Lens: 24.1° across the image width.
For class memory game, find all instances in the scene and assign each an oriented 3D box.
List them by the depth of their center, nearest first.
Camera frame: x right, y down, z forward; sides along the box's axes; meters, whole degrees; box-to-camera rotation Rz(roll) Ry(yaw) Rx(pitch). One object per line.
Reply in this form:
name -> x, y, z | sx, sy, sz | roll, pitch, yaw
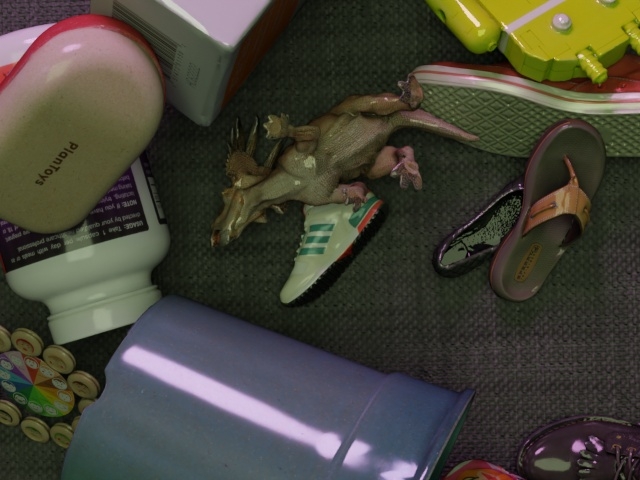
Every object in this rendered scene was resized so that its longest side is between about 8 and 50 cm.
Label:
memory game -> -0.312, 0.160, 1.625 | 0.186, 0.186, 0.012 | 30, 47, 2

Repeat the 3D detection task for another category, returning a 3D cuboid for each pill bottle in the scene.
pill bottle -> -0.270, -0.059, 1.600 | 0.182, 0.181, 0.322 | -16, 89, 2

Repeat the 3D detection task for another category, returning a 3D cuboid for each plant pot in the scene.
plant pot -> -0.062, 0.235, 1.540 | 0.334, 0.341, 0.341 | 25, 91, 10

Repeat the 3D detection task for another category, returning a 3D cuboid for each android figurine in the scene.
android figurine -> 0.237, -0.276, 1.594 | 0.248, 0.056, 0.273 | -29, 67, -16

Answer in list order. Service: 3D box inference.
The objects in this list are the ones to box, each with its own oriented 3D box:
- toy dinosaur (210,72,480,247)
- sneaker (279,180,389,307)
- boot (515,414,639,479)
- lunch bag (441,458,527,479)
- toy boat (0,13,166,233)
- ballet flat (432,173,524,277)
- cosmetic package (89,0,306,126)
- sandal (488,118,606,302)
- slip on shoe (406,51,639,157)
toy dinosaur -> 0.011, -0.100, 1.615 | 0.296, 0.200, 0.127 | -22, 100, -17
sneaker -> 0.000, 0.000, 1.662 | 0.075, 0.057, 0.161 | 42, 93, 18
boot -> 0.343, 0.237, 1.557 | 0.263, 0.229, 0.091 | -3, 90, 2
lunch bag -> 0.210, 0.393, 1.573 | 0.293, 0.120, 0.258 | 29, 88, -25
toy boat -> -0.253, -0.128, 1.448 | 0.151, 0.151, 0.231 | 27, 121, -34
ballet flat -> 0.197, -0.016, 1.651 | 0.173, 0.049, 0.057 | -40, 90, 1
cosmetic package -> -0.036, -0.358, 1.507 | 0.161, 0.230, 0.453 | 35, 73, 0
sandal -> 0.247, -0.024, 1.610 | 0.090, 0.060, 0.219 | 18, 109, -22
slip on shoe -> 0.257, -0.159, 1.630 | 0.331, 0.123, 0.101 | 3, 58, 7
